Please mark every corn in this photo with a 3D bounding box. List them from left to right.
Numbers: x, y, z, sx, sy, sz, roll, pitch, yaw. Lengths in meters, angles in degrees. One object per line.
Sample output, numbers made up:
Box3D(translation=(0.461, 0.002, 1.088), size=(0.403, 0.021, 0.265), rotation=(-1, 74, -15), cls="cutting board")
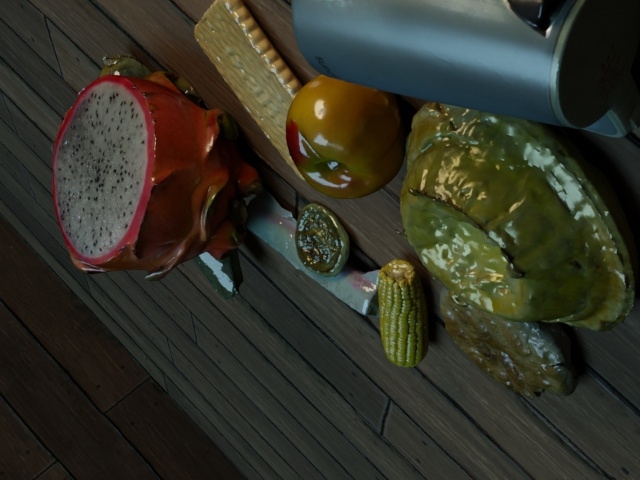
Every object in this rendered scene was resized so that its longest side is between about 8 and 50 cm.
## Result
Box3D(translation=(0.109, 0.100, 1.442), size=(0.067, 0.067, 0.206), rotation=(37, 155, 33), cls="corn")

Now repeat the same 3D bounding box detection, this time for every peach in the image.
Box3D(translation=(0.027, -0.118, 1.158), size=(0.138, 0.138, 0.138), rotation=(42, 158, 21), cls="peach")

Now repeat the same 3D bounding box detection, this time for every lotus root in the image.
Box3D(translation=(-0.284, -0.221, 1.701), size=(0.165, 0.088, 0.088), rotation=(50, 162, -27), cls="lotus root")

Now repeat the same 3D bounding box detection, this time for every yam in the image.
Box3D(translation=(-0.201, -0.028, 1.820), size=(0.259, 0.106, 0.106), rotation=(51, 160, -3), cls="yam")

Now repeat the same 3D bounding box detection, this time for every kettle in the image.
Box3D(translation=(0.128, -0.160, 0.872), size=(0.243, 0.160, 0.210), rotation=(27, 168, 36), cls="kettle")

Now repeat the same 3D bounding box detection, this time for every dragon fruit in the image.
Box3D(translation=(-0.227, -0.086, 1.583), size=(0.305, 0.226, 0.305), rotation=(-5, 84, 49), cls="dragon fruit")

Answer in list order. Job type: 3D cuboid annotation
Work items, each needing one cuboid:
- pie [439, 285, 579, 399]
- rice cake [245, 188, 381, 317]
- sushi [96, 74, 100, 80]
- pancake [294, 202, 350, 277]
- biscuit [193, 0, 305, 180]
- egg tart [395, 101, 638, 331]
Box3D(translation=(0.219, 0.115, 1.262), size=(0.195, 0.046, 0.195), rotation=(41, 159, 19), cls="pie")
Box3D(translation=(-0.006, 0.012, 1.570), size=(0.290, 0.051, 0.081), rotation=(35, 121, 34), cls="rice cake")
Box3D(translation=(-0.343, -0.238, 1.837), size=(0.050, 0.047, 0.099), rotation=(54, 170, 52), cls="sushi")
Box3D(translation=(0.001, 0.001, 1.513), size=(0.108, 0.017, 0.108), rotation=(17, 114, 44), cls="pancake")
Box3D(translation=(-0.062, -0.187, 1.358), size=(0.249, 0.030, 0.160), rotation=(53, 160, -6), cls="biscuit")
Box3D(translation=(0.174, -0.009, 1.059), size=(0.290, 0.115, 0.290), rotation=(43, 160, 20), cls="egg tart")
